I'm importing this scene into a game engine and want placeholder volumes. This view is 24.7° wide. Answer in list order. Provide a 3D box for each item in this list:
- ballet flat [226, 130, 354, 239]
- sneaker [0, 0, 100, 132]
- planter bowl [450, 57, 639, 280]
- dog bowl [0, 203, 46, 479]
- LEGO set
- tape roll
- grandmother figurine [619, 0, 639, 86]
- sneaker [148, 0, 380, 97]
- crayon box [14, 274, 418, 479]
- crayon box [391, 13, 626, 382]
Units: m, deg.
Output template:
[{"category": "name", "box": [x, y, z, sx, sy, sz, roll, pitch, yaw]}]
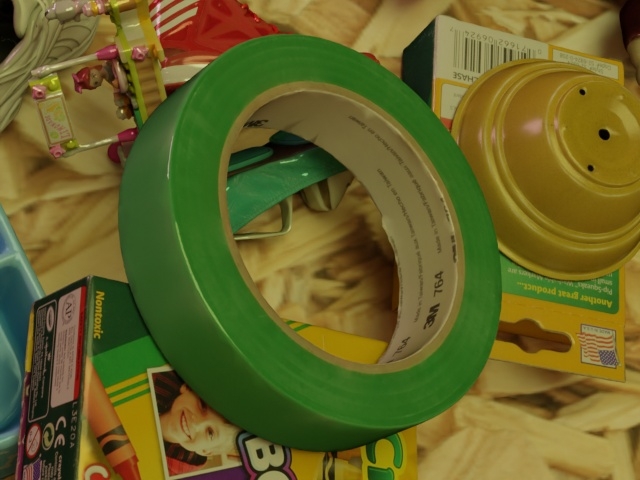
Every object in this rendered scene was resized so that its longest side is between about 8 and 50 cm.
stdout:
[{"category": "ballet flat", "box": [-0.030, -0.055, 1.289, 0.247, 0.083, 0.087, -26, 113, -27]}, {"category": "sneaker", "box": [-0.243, -0.184, 1.207, 0.090, 0.115, 0.232, 29, 59, -1]}, {"category": "planter bowl", "box": [0.232, -0.080, 1.298, 0.217, 0.090, 0.217, 8, 70, -21]}, {"category": "dog bowl", "box": [-0.298, 0.043, 1.136, 0.166, 0.074, 0.297, -24, 83, -28]}, {"category": "LEGO set", "box": [-0.191, -0.171, 1.165, 0.107, 0.132, 0.287, -17, 110, -8]}, {"category": "tape roll", "box": [0.000, 0.000, 1.135, 0.321, 0.077, 0.321, 19, 58, -33]}, {"category": "grandmother figurine", "box": [0.369, -0.194, 1.491, 0.208, 0.104, 0.342, -19, 76, -55]}, {"category": "sneaker", "box": [-0.053, -0.189, 1.313, 0.221, 0.087, 0.128, -3, 75, -25]}, {"category": "crayon box", "box": [-0.072, 0.237, 1.105, 0.313, 0.106, 0.363, 14, 67, -35]}, {"category": "crayon box", "box": [0.176, -0.030, 1.355, 0.203, 0.083, 0.323, 11, 68, -19]}]
